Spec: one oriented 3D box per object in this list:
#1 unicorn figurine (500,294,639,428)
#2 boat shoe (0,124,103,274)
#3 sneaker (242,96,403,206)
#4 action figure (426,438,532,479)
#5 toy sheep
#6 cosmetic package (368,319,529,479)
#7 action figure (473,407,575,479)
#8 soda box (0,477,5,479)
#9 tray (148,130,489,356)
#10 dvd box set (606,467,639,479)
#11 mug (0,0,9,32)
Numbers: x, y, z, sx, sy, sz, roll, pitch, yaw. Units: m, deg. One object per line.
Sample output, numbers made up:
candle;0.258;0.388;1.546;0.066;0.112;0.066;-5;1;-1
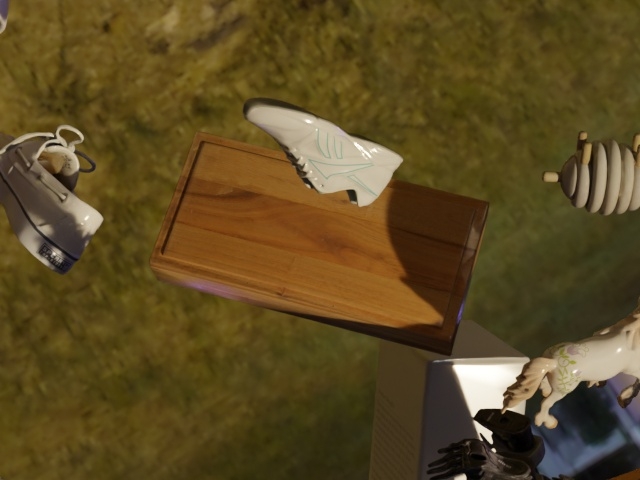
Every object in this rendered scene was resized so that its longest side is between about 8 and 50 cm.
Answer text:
unicorn figurine;0.221;0.088;0.985;0.162;0.060;0.111;-28;144;-27
boat shoe;-0.404;-0.101;1.867;0.156;0.367;0.136;-46;126;2
sneaker;-0.002;-0.072;1.045;0.061;0.152;0.054;-63;-152;6
action figure;0.131;0.309;1.082;0.141;0.275;0.164;-6;-152;8
toy sheep;0.305;-0.070;1.354;0.132;0.091;0.091;4;172;5
cosmetic package;0.179;0.364;1.898;0.162;0.453;0.230;1;-169;-15
action figure;0.266;0.340;1.548;0.099;0.285;0.185;-3;-143;32
soda box;-0.342;0.303;1.268;0.098;0.286;0.091;-65;171;15
tray;0.000;0.000;1.680;0.076;0.411;0.202;77;28;-67
dvd box set;0.265;0.410;1.354;0.420;0.307;0.062;-18;-150;-9
mug;-0.469;-0.440;1.547;0.374;0.328;0.276;2;174;18
